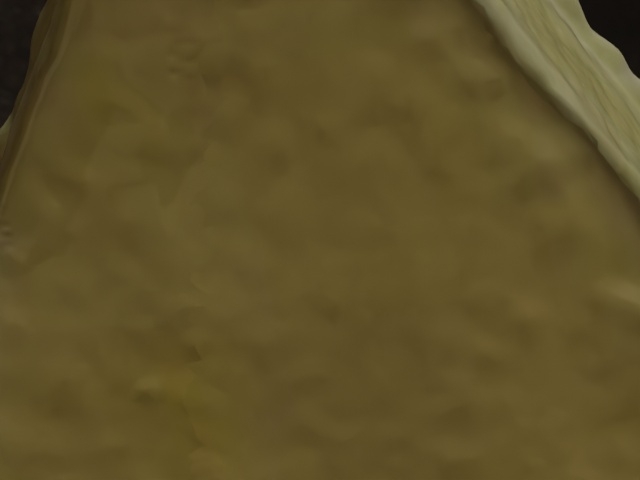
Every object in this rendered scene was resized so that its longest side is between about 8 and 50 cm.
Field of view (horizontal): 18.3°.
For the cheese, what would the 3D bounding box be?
[{"bbox_3d":[0.001,0.000,0.714,0.104,0.384,0.384,-84,173,-62],"label":"cheese"}]
